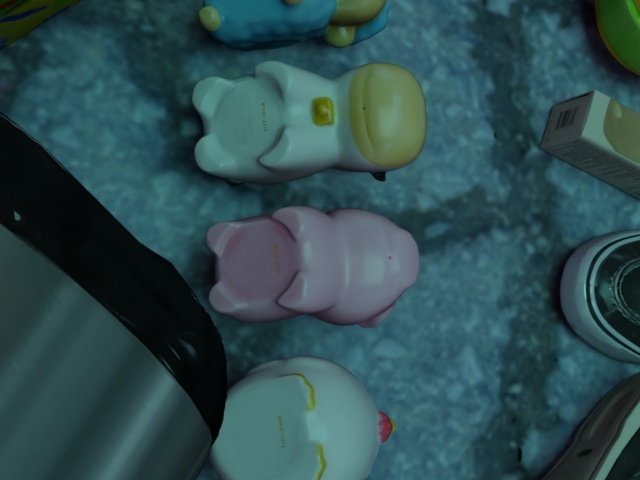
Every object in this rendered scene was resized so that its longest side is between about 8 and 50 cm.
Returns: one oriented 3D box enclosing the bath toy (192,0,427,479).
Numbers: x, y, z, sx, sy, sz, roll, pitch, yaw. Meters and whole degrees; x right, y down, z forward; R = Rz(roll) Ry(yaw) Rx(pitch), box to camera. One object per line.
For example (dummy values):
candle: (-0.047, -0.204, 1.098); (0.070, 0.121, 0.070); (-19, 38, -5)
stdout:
bath toy: (0.000, 0.000, 0.748); (0.151, 0.129, 0.348); (-3, 82, 22)

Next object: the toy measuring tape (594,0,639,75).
toy measuring tape: (0.216, -0.193, 0.859); (0.330, 0.121, 0.121); (11, 81, -12)

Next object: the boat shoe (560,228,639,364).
boat shoe: (0.337, 0.058, 0.879); (0.306, 0.105, 0.113); (17, 79, -20)

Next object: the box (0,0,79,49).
box: (-0.143, -0.251, 0.626); (0.290, 0.279, 0.177); (-37, 99, -21)

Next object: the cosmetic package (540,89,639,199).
cosmetic package: (0.237, -0.071, 0.877); (0.115, 0.060, 0.041); (24, 76, -19)

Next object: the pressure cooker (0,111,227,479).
pressure cooker: (-0.286, 0.141, 0.471); (0.375, 0.370, 0.420); (30, 66, -1)

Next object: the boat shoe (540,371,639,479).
boat shoe: (0.200, 0.197, 0.822); (0.233, 0.084, 0.079); (-43, 96, -22)
